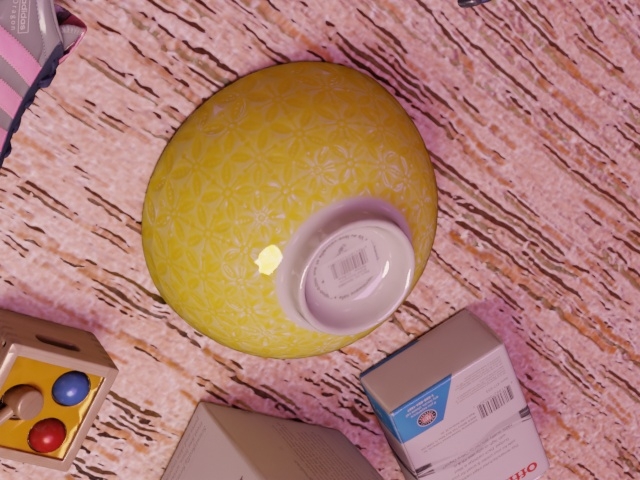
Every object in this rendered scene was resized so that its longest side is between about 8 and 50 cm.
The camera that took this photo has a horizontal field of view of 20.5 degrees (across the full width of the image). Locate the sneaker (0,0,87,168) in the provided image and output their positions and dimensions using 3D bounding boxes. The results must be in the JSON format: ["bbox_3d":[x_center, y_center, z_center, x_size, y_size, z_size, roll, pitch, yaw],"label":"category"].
[{"bbox_3d":[-0.251,-0.130,1.406,0.131,0.112,0.319,-2,118,-25],"label":"sneaker"}]

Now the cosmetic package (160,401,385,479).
[{"bbox_3d":[-0.047,0.270,1.720,0.184,0.151,0.151,17,106,-36],"label":"cosmetic package"}]

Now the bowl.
[{"bbox_3d":[0.000,0.000,1.592,0.289,0.156,0.289,-14,122,-23],"label":"bowl"}]

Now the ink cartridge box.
[{"bbox_3d":[0.140,0.189,1.823,0.140,0.082,0.190,-31,128,-10],"label":"ink cartridge box"}]

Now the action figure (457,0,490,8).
[{"bbox_3d":[0.035,-0.363,1.444,0.330,0.178,0.341,5,87,-38],"label":"action figure"}]

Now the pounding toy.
[{"bbox_3d":[-0.270,0.144,1.556,0.141,0.100,0.130,18,106,-35],"label":"pounding toy"}]
